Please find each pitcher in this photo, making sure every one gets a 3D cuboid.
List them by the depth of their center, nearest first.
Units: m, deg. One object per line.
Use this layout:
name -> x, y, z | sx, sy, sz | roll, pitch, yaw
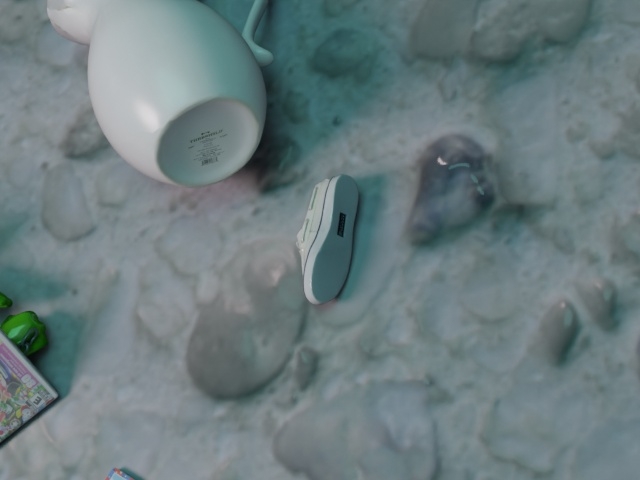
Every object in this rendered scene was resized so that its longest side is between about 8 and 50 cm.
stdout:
pitcher -> -0.098, -0.145, 1.064 | 0.177, 0.125, 0.207 | -22, 48, -11

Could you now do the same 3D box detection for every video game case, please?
video game case -> -0.265, 0.119, 1.006 | 0.122, 0.087, 0.011 | -38, 22, -3

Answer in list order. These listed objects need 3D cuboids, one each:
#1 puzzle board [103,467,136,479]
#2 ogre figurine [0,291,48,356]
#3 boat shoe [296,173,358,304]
puzzle board -> -0.121, 0.224, 0.945 | 0.128, 0.011, 0.096 | 26, 75, 27
ogre figurine -> -0.314, 0.061, 1.037 | 0.197, 0.097, 0.118 | 32, 85, -18
boat shoe -> 0.000, 0.000, 1.006 | 0.035, 0.035, 0.100 | -9, 63, 44
